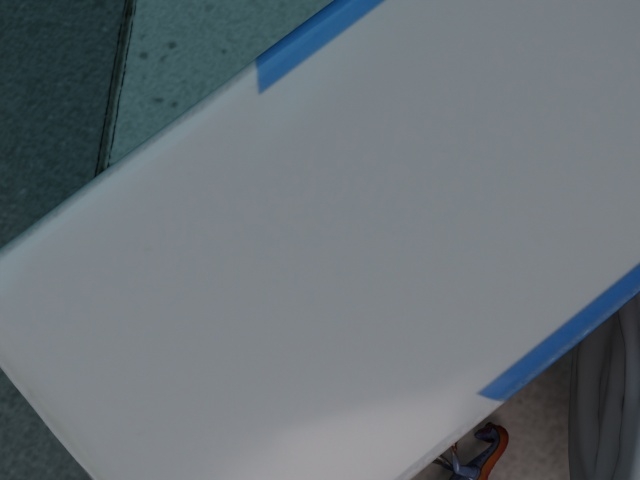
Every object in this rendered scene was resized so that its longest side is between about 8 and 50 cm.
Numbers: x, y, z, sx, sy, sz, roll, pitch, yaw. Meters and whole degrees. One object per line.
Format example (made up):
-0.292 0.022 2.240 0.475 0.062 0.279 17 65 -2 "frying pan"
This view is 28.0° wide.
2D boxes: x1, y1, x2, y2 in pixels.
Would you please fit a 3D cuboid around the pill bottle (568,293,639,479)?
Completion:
0.296 0.086 0.635 0.319 0.176 0.176 5 62 0 "pill bottle"

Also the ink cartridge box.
0.000 0.000 0.662 0.285 0.395 0.166 -38 94 -7 "ink cartridge box"

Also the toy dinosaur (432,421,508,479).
0.086 0.150 0.780 0.082 0.047 0.090 -27 90 -10 "toy dinosaur"
